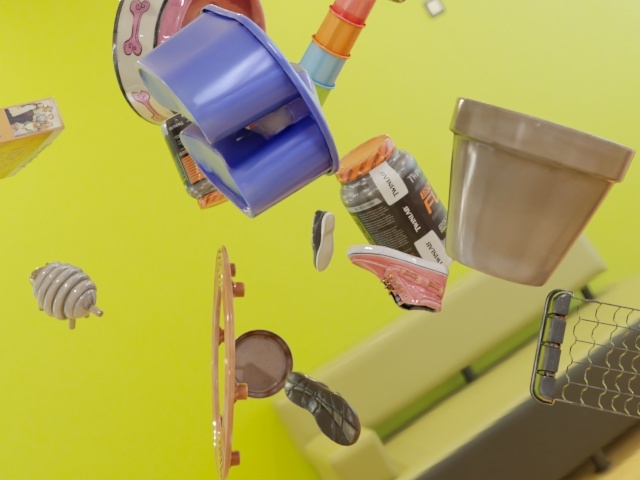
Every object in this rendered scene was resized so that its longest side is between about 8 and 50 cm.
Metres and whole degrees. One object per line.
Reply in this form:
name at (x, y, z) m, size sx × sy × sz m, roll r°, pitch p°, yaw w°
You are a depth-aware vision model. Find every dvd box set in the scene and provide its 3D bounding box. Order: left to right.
dvd box set at (-0.657, -0.114, 1.433) m, size 0.420 × 0.062 × 0.308 m, roll -22°, pitch 1°, yaw -37°

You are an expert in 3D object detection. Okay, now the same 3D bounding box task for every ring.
ring at (-0.133, 0.174, 1.288) m, size 0.032 × 0.336 × 0.336 m, roll 0°, pitch -3°, yaw -10°

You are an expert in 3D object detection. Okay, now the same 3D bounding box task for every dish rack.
dish rack at (0.514, 0.205, 1.545) m, size 0.272 × 0.208 × 0.074 m, roll 11°, pitch -4°, yaw 10°

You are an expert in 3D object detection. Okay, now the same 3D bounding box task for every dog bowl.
dog bowl at (-0.277, -0.449, 2.040) m, size 0.150 × 0.408 × 0.408 m, roll 16°, pitch 29°, yaw 30°

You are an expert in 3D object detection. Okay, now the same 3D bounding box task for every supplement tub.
supplement tub at (-0.236, -0.165, 1.802) m, size 0.117 × 0.190 × 0.117 m, roll -22°, pitch -1°, yaw 0°
supplement tub at (0.186, -0.076, 2.178) m, size 0.207 × 0.338 × 0.207 m, roll -31°, pitch 18°, yaw 11°

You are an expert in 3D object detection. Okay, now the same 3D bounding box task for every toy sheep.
toy sheep at (-0.371, 0.078, 1.308) m, size 0.091 × 0.132 × 0.091 m, roll -60°, pitch -12°, yaw -22°

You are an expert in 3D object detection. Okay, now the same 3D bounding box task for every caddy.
caddy at (-0.098, -0.181, 1.186) m, size 0.179 × 0.241 × 0.341 m, roll -36°, pitch 31°, yaw -9°

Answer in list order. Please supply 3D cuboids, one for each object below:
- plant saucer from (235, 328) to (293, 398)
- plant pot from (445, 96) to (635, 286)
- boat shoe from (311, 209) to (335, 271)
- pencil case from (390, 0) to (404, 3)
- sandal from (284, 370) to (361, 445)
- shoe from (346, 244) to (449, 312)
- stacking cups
plant saucer at (-0.151, 0.300, 2.181) m, size 0.168 × 0.168 × 0.029 m, roll -30°, pitch 2°, yaw -14°
plant pot at (0.357, -0.079, 1.600) m, size 0.323 × 0.323 × 0.280 m, roll -41°, pitch -32°, yaw -77°
boat shoe at (0.000, 0.000, 1.772) m, size 0.038 × 0.125 × 0.046 m, roll 22°, pitch 29°, yaw 36°
pencil case at (0.011, -0.598, 1.803) m, size 0.410 × 0.160 × 0.183 m, roll 8°, pitch 27°, yaw -18°
sandal at (0.011, 0.348, 1.882) m, size 0.060 × 0.219 × 0.090 m, roll 8°, pitch -74°, yaw -50°
shoe at (0.125, 0.065, 1.482) m, size 0.063 × 0.178 × 0.081 m, roll 129°, pitch 155°, yaw -69°
stacking cups at (0.001, -0.325, 1.613) m, size 0.316 × 0.096 × 0.096 m, roll -61°, pitch -11°, yaw 23°
